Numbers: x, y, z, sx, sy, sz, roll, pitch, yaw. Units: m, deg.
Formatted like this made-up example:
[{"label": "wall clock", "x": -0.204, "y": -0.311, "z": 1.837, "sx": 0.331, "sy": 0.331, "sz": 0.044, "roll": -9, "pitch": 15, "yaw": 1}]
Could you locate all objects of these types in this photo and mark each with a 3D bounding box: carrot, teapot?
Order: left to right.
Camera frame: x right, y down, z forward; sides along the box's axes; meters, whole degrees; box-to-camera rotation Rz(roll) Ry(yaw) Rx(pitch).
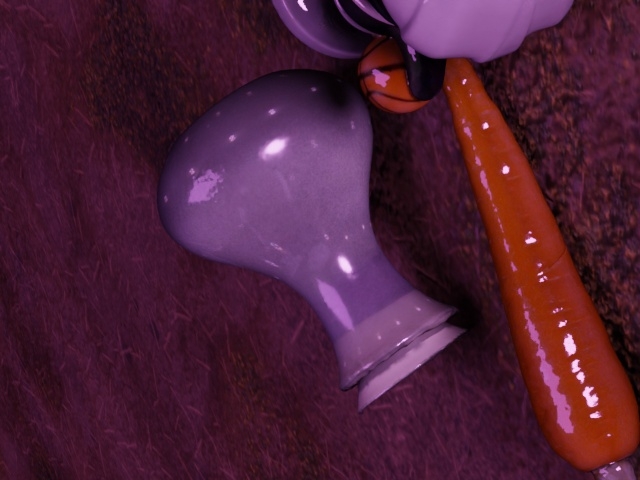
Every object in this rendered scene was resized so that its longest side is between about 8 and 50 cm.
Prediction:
[{"label": "teapot", "x": 0.000, "y": 0.000, "z": 1.218, "sx": 0.251, "sy": 0.183, "sz": 0.183, "roll": 54, "pitch": 152, "yaw": 7}, {"label": "carrot", "x": 0.141, "y": 0.021, "z": 1.064, "sx": 0.336, "sy": 0.069, "sz": 0.069, "roll": 69, "pitch": 155, "yaw": 9}]

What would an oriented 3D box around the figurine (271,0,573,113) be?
[{"label": "figurine", "x": 0.064, "y": -0.173, "z": 0.990, "sx": 0.236, "sy": 0.133, "sz": 0.176, "roll": -7, "pitch": 97, "yaw": 66}]
